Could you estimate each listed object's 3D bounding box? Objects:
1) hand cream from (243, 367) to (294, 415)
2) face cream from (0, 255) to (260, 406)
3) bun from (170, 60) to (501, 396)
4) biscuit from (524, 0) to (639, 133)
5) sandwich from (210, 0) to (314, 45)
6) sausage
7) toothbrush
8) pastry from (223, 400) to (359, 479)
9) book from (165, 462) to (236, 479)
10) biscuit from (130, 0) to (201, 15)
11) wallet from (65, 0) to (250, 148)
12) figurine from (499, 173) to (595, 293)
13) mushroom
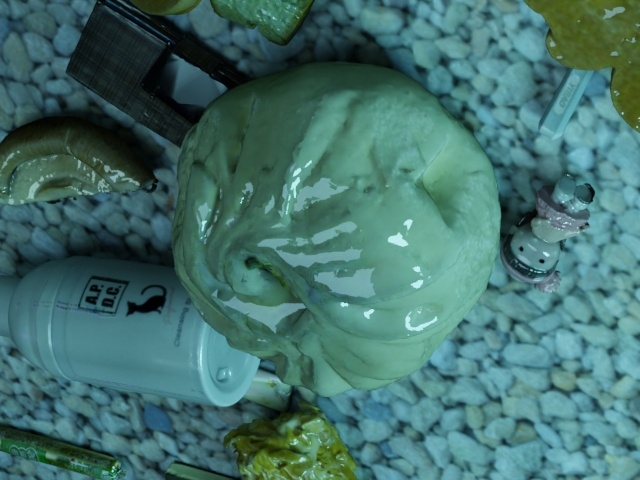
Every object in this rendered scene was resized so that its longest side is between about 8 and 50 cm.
[{"bbox_3d":[-0.099,0.158,2.230,0.143,0.039,0.061,19,132,10],"label":"hand cream"},{"bbox_3d":[-0.256,0.090,2.193,0.369,0.145,0.145,6,126,25],"label":"face cream"},{"bbox_3d":[0.000,0.000,1.906,0.359,0.211,0.360,13,133,14],"label":"bun"},{"bbox_3d":[0.304,-0.181,1.692,0.288,0.044,0.202,31,132,-9],"label":"biscuit"},{"bbox_3d":[-0.037,-0.260,1.834,0.090,0.088,0.244,32,134,0],"label":"sandwich"},{"bbox_3d":[-0.360,0.261,2.465,0.269,0.033,0.033,12,129,24],"label":"sausage"},{"bbox_3d":[0.265,-0.214,1.727,0.025,0.030,0.342,33,135,10],"label":"toothbrush"},{"bbox_3d":[-0.006,0.303,2.234,0.154,0.102,0.250,-6,122,31],"label":"pastry"},{"bbox_3d":[-0.110,0.381,2.412,0.160,0.024,0.228,13,129,21],"label":"book"},{"bbox_3d":[-0.149,-0.303,1.872,0.170,0.050,0.170,11,105,47],"label":"biscuit"},{"bbox_3d":[-0.147,-0.153,2.014,0.230,0.042,0.124,35,135,3],"label":"wallet"},{"bbox_3d":[0.225,-0.009,1.899,0.072,0.054,0.129,25,127,-7],"label":"figurine"},{"bbox_3d":[-0.273,-0.088,2.119,0.209,0.072,0.094,-6,122,30],"label":"mushroom"}]
